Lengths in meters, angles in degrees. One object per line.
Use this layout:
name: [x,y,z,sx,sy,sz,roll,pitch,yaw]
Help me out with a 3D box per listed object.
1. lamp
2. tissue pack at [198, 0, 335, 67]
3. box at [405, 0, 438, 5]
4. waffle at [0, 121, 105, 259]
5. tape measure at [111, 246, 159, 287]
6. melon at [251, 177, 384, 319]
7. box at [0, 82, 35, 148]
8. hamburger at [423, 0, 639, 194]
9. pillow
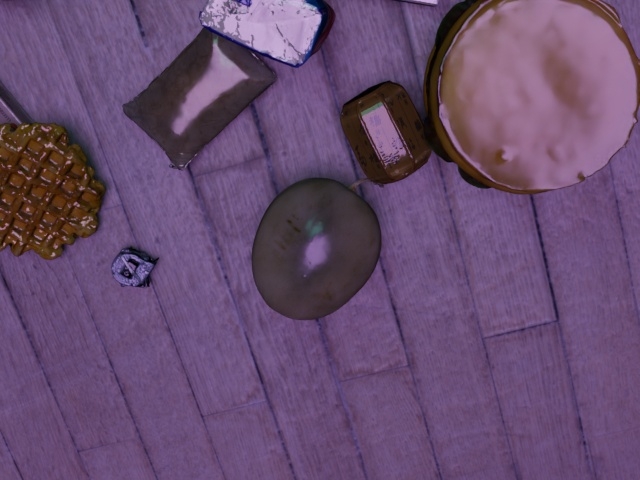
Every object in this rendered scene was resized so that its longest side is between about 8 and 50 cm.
lamp: [0.132,-0.217,1.464,0.161,0.161,0.185,-28,102,11]
tissue pack: [-0.090,-0.425,1.354,0.209,0.270,0.137,22,110,-1]
box: [0.144,-0.540,1.407,0.194,0.073,0.139,10,106,1]
waffle: [-0.619,-0.102,1.560,0.302,0.068,0.325,-13,124,-1]
tape measure: [-0.422,0.064,1.635,0.094,0.054,0.091,20,101,-4]
melon: [-0.006,0.014,1.489,0.271,0.272,0.308,9,100,1]
box: [-0.793,-0.299,1.549,0.214,0.069,0.353,-36,103,13]
hamburger: [0.382,-0.273,1.363,0.395,0.277,0.396,1,104,4]
pillow: [-0.257,-0.302,1.505,0.302,0.075,0.185,-41,98,13]
